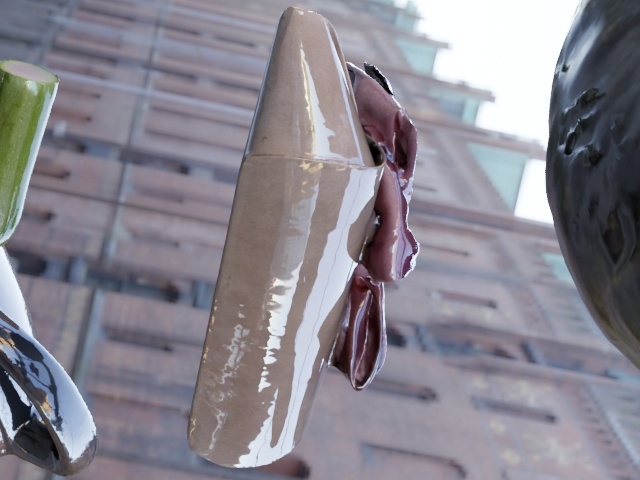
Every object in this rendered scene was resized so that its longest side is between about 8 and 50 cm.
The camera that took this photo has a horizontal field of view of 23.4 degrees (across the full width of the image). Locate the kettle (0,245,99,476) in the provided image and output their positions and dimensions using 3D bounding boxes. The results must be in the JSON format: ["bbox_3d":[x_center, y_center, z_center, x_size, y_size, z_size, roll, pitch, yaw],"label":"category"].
[{"bbox_3d":[-0.238,0.061,1.015,0.144,0.202,0.232,-59,155,-25],"label":"kettle"}]

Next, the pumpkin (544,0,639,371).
[{"bbox_3d":[0.342,-0.076,0.850,0.454,0.344,0.454,-33,-149,23],"label":"pumpkin"}]

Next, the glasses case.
[{"bbox_3d":[0.000,0.000,0.603,0.193,0.070,0.102,105,-3,-50],"label":"glasses case"}]

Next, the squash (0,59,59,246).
[{"bbox_3d":[-0.135,-0.034,0.661,0.027,0.027,0.083,-98,-155,-70],"label":"squash"}]
